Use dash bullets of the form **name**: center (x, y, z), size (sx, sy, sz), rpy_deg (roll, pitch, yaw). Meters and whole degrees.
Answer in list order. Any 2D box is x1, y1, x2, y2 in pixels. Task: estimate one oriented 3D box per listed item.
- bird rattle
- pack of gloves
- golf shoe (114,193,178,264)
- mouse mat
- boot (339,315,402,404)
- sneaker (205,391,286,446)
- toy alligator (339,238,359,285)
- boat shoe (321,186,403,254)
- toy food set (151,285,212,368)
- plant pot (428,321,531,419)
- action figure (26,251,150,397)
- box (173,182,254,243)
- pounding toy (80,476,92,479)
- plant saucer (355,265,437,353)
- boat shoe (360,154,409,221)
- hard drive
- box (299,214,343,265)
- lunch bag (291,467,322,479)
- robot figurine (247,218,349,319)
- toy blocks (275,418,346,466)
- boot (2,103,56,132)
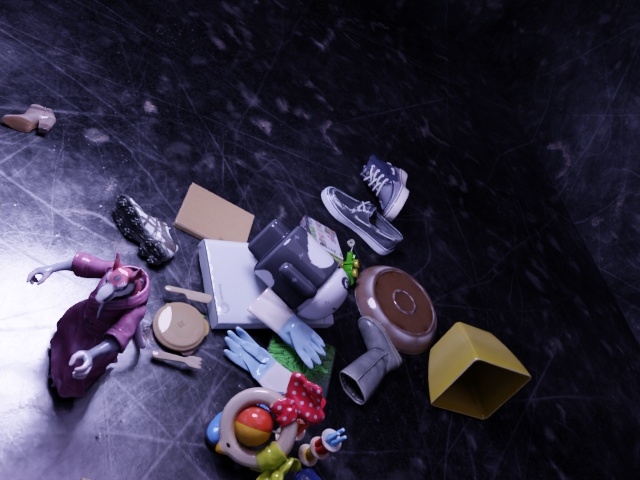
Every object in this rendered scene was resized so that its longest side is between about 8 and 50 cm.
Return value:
- **bird rattle**: center (-0.106, 0.390, 1.288), size (0.207, 0.253, 0.143), rpy_deg (18, 3, -3)
- **pack of gloves**: center (-0.114, 0.265, 1.525), size (0.232, 0.046, 0.195), rpy_deg (44, 67, -2)
- **golf shoe**: center (-0.430, -0.031, 1.532), size (0.198, 0.077, 0.094), rpy_deg (56, 30, 4)
- **mouse mat**: center (-0.050, 0.306, 1.564), size (0.190, 0.007, 0.152), rpy_deg (25, 58, -19)
- **boot**: center (0.115, 0.319, 1.680), size (0.209, 0.076, 0.189), rpy_deg (-27, 73, -42)
- **sneaker**: center (-0.160, 0.386, 1.376), size (0.209, 0.082, 0.069), rpy_deg (-16, 69, -45)
- **toy alligator**: center (0.091, 0.078, 1.881), size (0.189, 0.056, 0.051), rpy_deg (-79, 156, -47)
- **boat shoe**: center (0.139, -0.081, 2.014), size (0.301, 0.102, 0.108), rpy_deg (43, 40, -1)
- **toy food set**: center (-0.324, 0.204, 1.439), size (0.133, 0.038, 0.192), rpy_deg (17, 51, -18)
- **plant pot**: center (0.438, 0.365, 1.808), size (0.212, 0.212, 0.187), rpy_deg (22, 32, -24)
- **action figure**: center (-0.388, 0.149, 1.166), size (0.276, 0.370, 0.248), rpy_deg (-5, 60, -43)
- **box**: center (-0.287, -0.055, 1.701), size (0.201, 0.021, 0.164), rpy_deg (28, 43, -17)
- **pounding toy**: center (-0.392, 0.510, 1.072), size (0.181, 0.094, 0.206), rpy_deg (52, 31, 18)
- **plant saucer**: center (0.246, 0.198, 1.904), size (0.311, 0.050, 0.310), rpy_deg (23, 43, -23)
- **boat shoe**: center (0.207, -0.187, 2.135), size (0.158, 0.127, 0.340), rpy_deg (31, 23, -7)
- **hard drive**: center (-0.139, 0.118, 1.638), size (0.353, 0.047, 0.233), rpy_deg (6, 58, -36)
- **box**: center (0.000, 0.000, 1.815), size (0.114, 0.036, 0.207), rpy_deg (30, 17, -16)
- **lunch bag**: center (-0.026, 0.548, 1.355), size (0.098, 0.065, 0.067), rpy_deg (47, 40, 4)
- **robot figurine**: center (-0.052, 0.073, 1.578), size (0.278, 0.173, 0.209), rpy_deg (46, 48, -4)
- **toy blocks**: center (-0.019, 0.438, 1.393), size (0.123, 0.148, 0.054), rpy_deg (39, 39, -6)
- **boot**: center (-0.726, -0.310, 1.551), size (0.119, 0.042, 0.087), rpy_deg (15, 41, -31)
